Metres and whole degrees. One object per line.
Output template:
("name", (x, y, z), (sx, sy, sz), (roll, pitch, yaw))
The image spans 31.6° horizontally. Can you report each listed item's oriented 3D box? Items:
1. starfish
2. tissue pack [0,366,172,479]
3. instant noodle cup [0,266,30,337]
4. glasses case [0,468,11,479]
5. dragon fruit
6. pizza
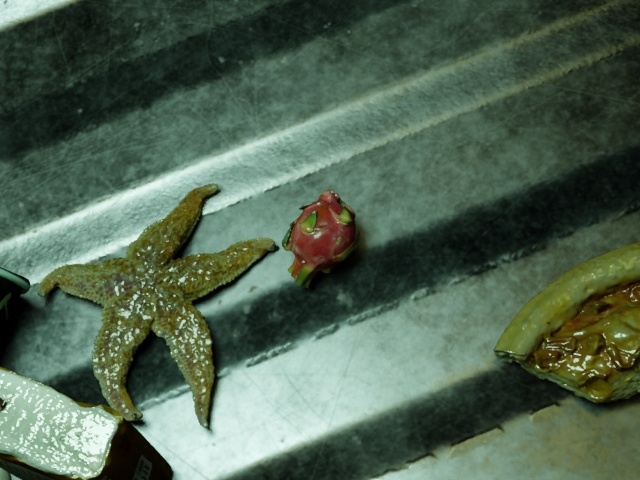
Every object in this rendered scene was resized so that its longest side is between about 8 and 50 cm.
("starfish", (-0.187, 0.062, 1.376), (0.299, 0.060, 0.302), (34, 73, 23))
("tissue pack", (-0.273, 0.225, 1.218), (0.183, 0.226, 0.092), (14, 66, 13))
("instant noodle cup", (-0.477, 0.124, 1.318), (0.215, 0.215, 0.236), (13, 75, 13))
("glasses case", (-0.379, 0.290, 1.264), (0.032, 0.021, 0.083), (28, 70, 19))
("dragon fruit", (-0.002, 0.000, 1.364), (0.116, 0.086, 0.081), (-51, 38, -3))
("pizza", (0.375, 0.086, 1.278), (0.365, 0.074, 0.182), (-13, 55, 2))
